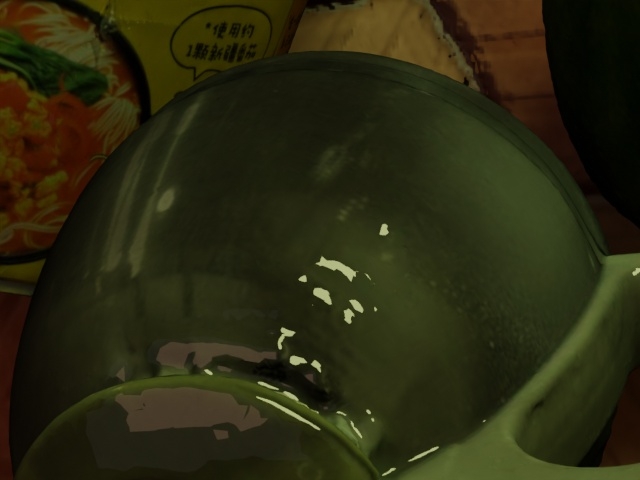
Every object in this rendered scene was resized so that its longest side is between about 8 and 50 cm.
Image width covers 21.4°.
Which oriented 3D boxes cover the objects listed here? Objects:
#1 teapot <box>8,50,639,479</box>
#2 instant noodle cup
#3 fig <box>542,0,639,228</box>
[{"bbox_3d":[0.026,0.085,0.637,0.321,0.239,0.239,19,117,6],"label":"teapot"},{"bbox_3d":[-0.149,-0.128,0.830,0.325,0.325,0.254,23,104,30],"label":"instant noodle cup"},{"bbox_3d":[0.167,-0.095,0.672,0.203,0.235,0.203,-7,76,30],"label":"fig"}]
